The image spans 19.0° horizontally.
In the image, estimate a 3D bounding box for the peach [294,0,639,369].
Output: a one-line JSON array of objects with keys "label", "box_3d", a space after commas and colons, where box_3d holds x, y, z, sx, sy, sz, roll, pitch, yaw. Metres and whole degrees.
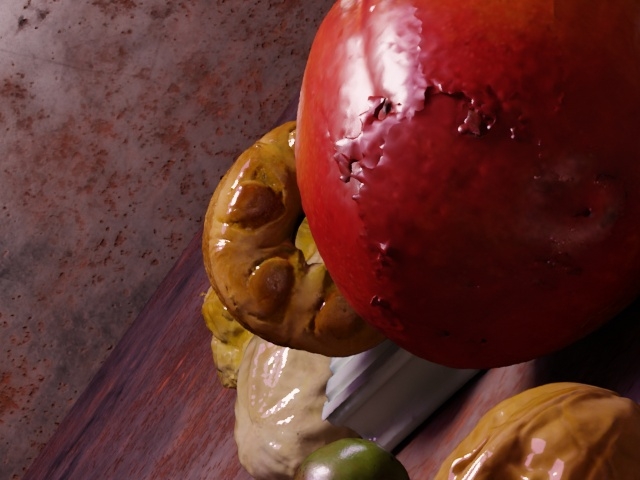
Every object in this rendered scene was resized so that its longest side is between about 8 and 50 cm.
[{"label": "peach", "box_3d": [0.136, -0.077, 1.540, 0.370, 0.370, 0.370, -51, 11, 14]}]

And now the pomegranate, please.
[{"label": "pomegranate", "box_3d": [0.038, 0.232, 1.655, 0.142, 0.114, 0.114, 10, 61, 49]}]

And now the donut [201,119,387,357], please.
[{"label": "donut", "box_3d": [-0.001, -0.002, 1.774, 0.226, 0.226, 0.114, -57, 6, -16]}]

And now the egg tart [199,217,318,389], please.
[{"label": "egg tart", "box_3d": [-0.059, 0.057, 2.522, 0.319, 0.128, 0.319, -49, 10, 12]}]

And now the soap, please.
[{"label": "soap", "box_3d": [0.118, 0.076, 1.820, 0.261, 0.094, 0.150, -46, 19, 34]}]

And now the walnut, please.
[{"label": "walnut", "box_3d": [0.140, 0.185, 1.212, 0.206, 0.159, 0.159, -50, 10, -9]}]

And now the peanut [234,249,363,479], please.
[{"label": "peanut", "box_3d": [0.005, 0.118, 1.998, 0.152, 0.152, 0.313, -39, 16, 54]}]
